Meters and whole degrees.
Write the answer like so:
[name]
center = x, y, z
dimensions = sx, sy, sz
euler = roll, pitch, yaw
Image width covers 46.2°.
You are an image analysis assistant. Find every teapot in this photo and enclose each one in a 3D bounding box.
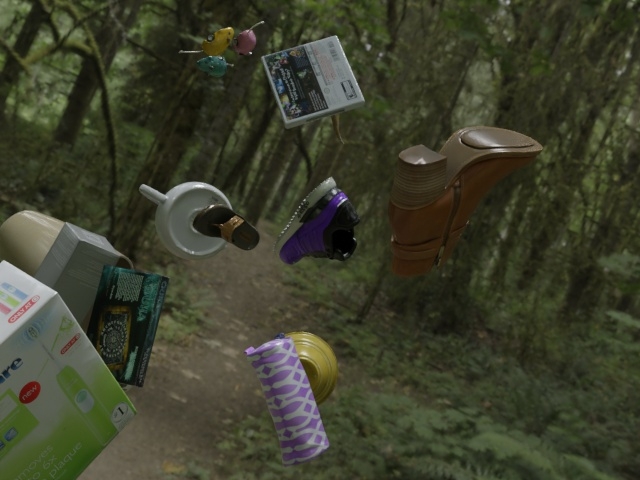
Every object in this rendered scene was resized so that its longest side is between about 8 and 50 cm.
[teapot]
center = -0.400, -0.064, 2.277
dimensions = 0.252, 0.256, 0.187
euler = -14, 13, -27

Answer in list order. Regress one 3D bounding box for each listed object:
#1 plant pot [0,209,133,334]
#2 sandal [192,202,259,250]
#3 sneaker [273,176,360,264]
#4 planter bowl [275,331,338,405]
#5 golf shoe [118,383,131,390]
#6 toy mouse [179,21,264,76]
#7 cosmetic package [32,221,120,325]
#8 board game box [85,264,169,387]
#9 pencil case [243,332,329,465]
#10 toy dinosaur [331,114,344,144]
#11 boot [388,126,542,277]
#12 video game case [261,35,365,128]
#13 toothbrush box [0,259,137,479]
[plant pot]
center = -0.630, 0.059, 1.765
dimensions = 0.274, 0.257, 0.256
euler = 37, 4, 20
[sandal]
center = -0.219, -0.023, 1.842
dimensions = 0.060, 0.090, 0.219
euler = 33, -1, 42
[sneaker]
center = 0.000, 0.000, 1.635
dimensions = 0.146, 0.102, 0.293
euler = 44, -35, 7
[planter bowl]
center = -0.056, 0.360, 2.021
dimensions = 0.217, 0.217, 0.090
euler = 25, -2, -3
[golf shoe]
center = -0.630, 0.382, 2.208
dimensions = 0.198, 0.077, 0.094
euler = 35, -20, 32
[toy mouse]
center = -0.165, -0.333, 1.353
dimensions = 0.031, 0.161, 0.143
euler = 58, -6, 12
[cosmetic package]
center = -0.524, 0.097, 1.534
dimensions = 0.107, 0.238, 0.127
euler = 27, 4, -38
[board game box]
center = -0.330, 0.141, 1.254
dimensions = 0.126, 0.186, 0.026
euler = 9, -9, 24
[pencil case]
center = -0.057, 0.256, 1.206
dimensions = 0.088, 0.206, 0.086
euler = -23, -6, 25
[toy dinosaur]
center = 0.025, -0.312, 1.685
dimensions = 0.092, 0.183, 0.053
euler = 5, -15, 13
[boot]
center = 0.234, -0.059, 1.236
dimensions = 0.283, 0.220, 0.109
euler = -20, 38, -30
[video game case]
center = -0.018, -0.336, 1.583
dimensions = 0.022, 0.173, 0.191
euler = 83, -12, -63
[toothbrush box]
center = -0.394, 0.203, 0.976
dimensions = 0.122, 0.206, 0.283
euler = 22, -35, 32
